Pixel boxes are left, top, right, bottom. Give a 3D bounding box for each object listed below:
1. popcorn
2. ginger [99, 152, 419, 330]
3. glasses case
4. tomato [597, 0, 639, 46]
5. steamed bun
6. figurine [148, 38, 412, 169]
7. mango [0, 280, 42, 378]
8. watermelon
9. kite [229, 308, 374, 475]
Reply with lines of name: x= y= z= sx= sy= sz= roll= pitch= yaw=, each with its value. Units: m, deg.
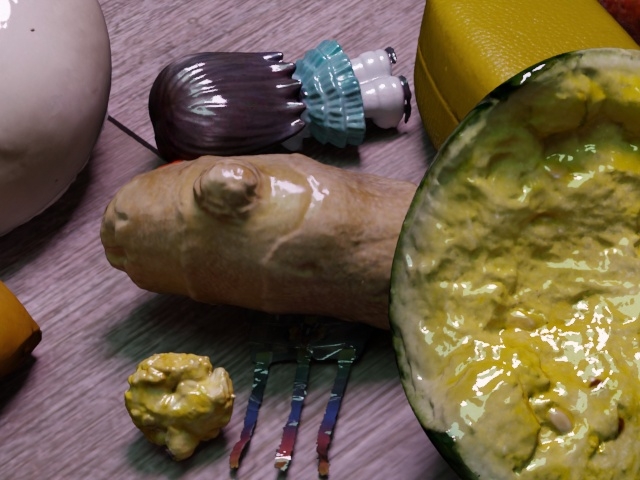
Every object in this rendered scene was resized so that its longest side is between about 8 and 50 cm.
popcorn: x=-0.106 y=0.121 z=1.033 sx=0.084 sy=0.084 sz=0.084 roll=-5 pitch=43 yaw=5
ginger: x=0.000 y=0.000 z=1.067 sx=0.354 sy=0.190 sz=0.126 roll=7 pitch=60 yaw=0
glasses case: x=0.189 y=-0.112 z=1.176 sx=0.173 sy=0.141 sz=0.371 roll=-7 pitch=41 yaw=-19
tomato: x=0.345 y=-0.273 z=1.287 sx=0.232 sy=0.189 sz=0.232 roll=-7 pitch=43 yaw=7
steamed bun: x=-0.348 y=-0.154 z=1.208 sx=0.324 sy=0.206 sz=0.324 roll=-9 pitch=60 yaw=16
figurine: x=-0.039 y=-0.118 z=1.252 sx=0.245 sy=0.110 sz=0.138 roll=-12 pitch=60 yaw=-13
mango: x=-0.357 y=0.069 z=1.080 sx=0.236 sy=0.136 sz=0.166 roll=17 pitch=51 yaw=33
watermelon: x=0.193 y=0.043 z=0.942 sx=0.330 sy=0.331 sz=0.189 roll=-25 pitch=7 yaw=-17
kite: x=-0.012 y=0.088 z=1.087 sx=0.141 sy=0.015 sz=0.245 roll=-1 pitch=42 yaw=13
